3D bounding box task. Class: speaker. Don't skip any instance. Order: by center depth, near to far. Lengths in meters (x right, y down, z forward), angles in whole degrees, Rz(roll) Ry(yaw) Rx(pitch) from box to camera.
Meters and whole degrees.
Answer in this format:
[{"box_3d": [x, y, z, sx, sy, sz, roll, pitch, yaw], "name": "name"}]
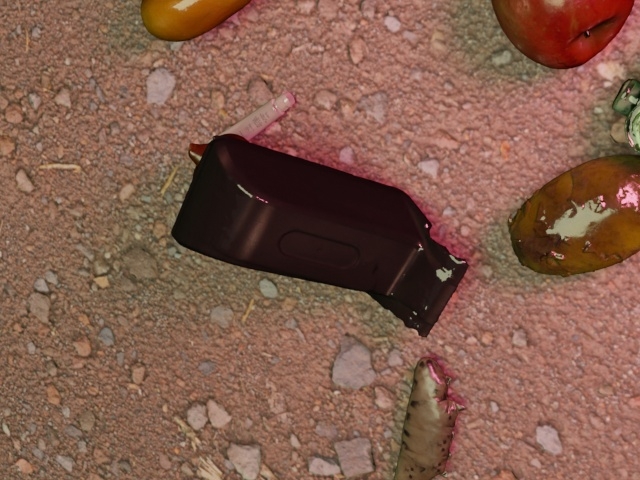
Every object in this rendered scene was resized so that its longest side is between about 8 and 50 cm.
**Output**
[{"box_3d": [0.000, 0.000, 1.405, 0.180, 0.388, 0.184, -64, 29, 23], "name": "speaker"}]

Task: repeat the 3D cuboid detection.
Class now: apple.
[{"box_3d": [0.318, -0.325, 1.270, 0.181, 0.181, 0.168, -51, 57, 25], "name": "apple"}]

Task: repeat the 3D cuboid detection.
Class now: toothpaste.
[{"box_3d": [-0.118, -0.185, 1.579, 0.190, 0.031, 0.048, -31, 91, 30], "name": "toothpaste"}]

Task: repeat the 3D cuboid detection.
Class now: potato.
[{"box_3d": [0.382, -0.034, 1.339, 0.251, 0.113, 0.149, -21, 89, 29], "name": "potato"}]

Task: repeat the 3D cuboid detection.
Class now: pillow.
[{"box_3d": [0.178, 0.307, 1.547, 0.093, 0.051, 0.241, 18, 108, 25], "name": "pillow"}]

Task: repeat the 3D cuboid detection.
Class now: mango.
[{"box_3d": [-0.177, -0.382, 1.498, 0.227, 0.136, 0.099, -22, 101, 19], "name": "mango"}]

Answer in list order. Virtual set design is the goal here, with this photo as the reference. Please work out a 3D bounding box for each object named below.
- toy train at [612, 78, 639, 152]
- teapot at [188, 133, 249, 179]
[{"box_3d": [0.514, -0.168, 1.242, 0.243, 0.132, 0.188, 31, 108, 12], "name": "toy train"}, {"box_3d": [-0.145, -0.064, 1.544, 0.135, 0.178, 0.252, -12, 132, 7], "name": "teapot"}]
